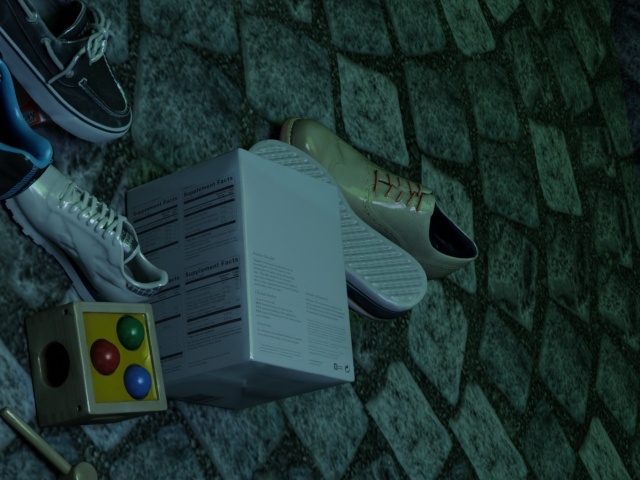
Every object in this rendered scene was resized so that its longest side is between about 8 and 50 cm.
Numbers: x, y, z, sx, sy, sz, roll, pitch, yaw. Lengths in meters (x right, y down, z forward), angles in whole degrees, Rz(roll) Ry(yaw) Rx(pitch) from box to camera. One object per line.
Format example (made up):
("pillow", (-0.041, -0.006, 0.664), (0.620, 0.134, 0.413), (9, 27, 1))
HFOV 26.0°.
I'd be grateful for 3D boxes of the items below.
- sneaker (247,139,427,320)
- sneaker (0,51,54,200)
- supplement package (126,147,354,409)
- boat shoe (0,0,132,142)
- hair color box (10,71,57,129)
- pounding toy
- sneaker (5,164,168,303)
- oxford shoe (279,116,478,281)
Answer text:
("sneaker", (0.000, 0.000, 1.981), (0.321, 0.127, 0.126), (45, 61, 2))
("sneaker", (-0.400, -0.199, 1.473), (0.340, 0.140, 0.125), (61, 37, -14))
("supplement package", (-0.102, 0.056, 1.726), (0.199, 0.198, 0.262), (19, 61, -49))
("boat shoe", (-0.292, -0.230, 1.577), (0.306, 0.105, 0.113), (52, 30, -37))
("hair color box", (-0.344, -0.205, 1.642), (0.072, 0.043, 0.141), (-21, 93, -58))
("pounding toy", (-0.259, 0.175, 1.543), (0.181, 0.094, 0.206), (6, 70, -54))
("sneaker", (-0.274, -0.019, 1.612), (0.235, 0.095, 0.090), (51, 41, -26))
("oxford shoe", (0.093, -0.072, 2.108), (0.397, 0.147, 0.140), (38, 48, -39))
